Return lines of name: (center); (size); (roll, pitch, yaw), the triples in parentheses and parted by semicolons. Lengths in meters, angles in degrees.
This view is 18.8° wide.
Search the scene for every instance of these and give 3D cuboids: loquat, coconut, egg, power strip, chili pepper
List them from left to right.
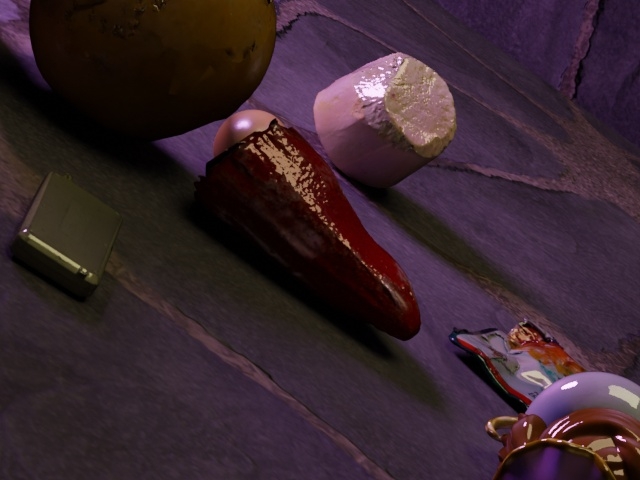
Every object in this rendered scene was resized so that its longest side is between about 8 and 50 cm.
power strip: (-0.201, -0.007, 1.540); (0.076, 0.028, 0.169); (33, 18, -9)
loquat: (-0.161, -0.211, 1.841); (0.235, 0.235, 0.235); (33, 16, -11)
egg: (-0.070, -0.091, 1.950); (0.080, 0.080, 0.096); (35, 11, -1)
chili pepper: (0.000, 0.000, 1.830); (0.253, 0.136, 0.144); (46, -28, 1)
coconut: (0.071, -0.138, 2.272); (0.147, 0.152, 0.147); (13, 66, -31)

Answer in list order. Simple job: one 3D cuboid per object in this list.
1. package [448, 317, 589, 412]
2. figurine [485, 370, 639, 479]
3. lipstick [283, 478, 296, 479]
package: (0.237, 0.140, 2.005); (0.166, 0.040, 0.232); (43, 19, 23)
figurine: (0.229, 0.197, 1.651); (0.189, 0.142, 0.263); (6, 14, 10)
lipstick: (0.051, 0.271, 1.184); (0.304, 0.076, 0.076); (46, 19, 29)
